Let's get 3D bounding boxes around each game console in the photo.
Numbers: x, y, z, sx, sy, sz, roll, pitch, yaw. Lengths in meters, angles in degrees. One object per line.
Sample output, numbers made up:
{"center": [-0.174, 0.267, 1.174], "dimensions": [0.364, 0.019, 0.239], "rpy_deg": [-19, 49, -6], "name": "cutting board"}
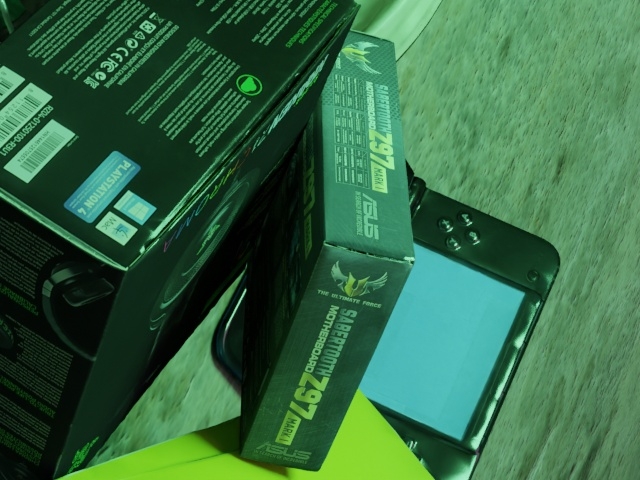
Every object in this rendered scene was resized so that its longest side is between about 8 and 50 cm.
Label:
{"center": [0.073, 0.054, 1.332], "dimensions": [0.173, 0.250, 0.293], "rpy_deg": [98, 17, -67], "name": "game console"}

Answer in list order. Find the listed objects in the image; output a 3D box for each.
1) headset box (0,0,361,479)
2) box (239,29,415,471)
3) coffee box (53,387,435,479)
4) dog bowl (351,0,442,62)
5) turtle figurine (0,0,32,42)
{"center": [-0.125, -0.011, 0.841], "dimensions": [0.246, 0.131, 0.283], "rpy_deg": [-53, 174, -41], "name": "headset box"}
{"center": [0.000, 0.000, 0.929], "dimensions": [0.233, 0.059, 0.183], "rpy_deg": [-92, -162, -50], "name": "box"}
{"center": [-0.058, 0.341, 0.929], "dimensions": [0.334, 0.338, 0.338], "rpy_deg": [-51, 158, 27], "name": "coffee box"}
{"center": [-0.023, -0.303, 1.012], "dimensions": [0.408, 0.150, 0.408], "rpy_deg": [-38, 139, -43], "name": "dog bowl"}
{"center": [-0.207, -0.167, 0.828], "dimensions": [0.175, 0.118, 0.234], "rpy_deg": [81, 14, -79], "name": "turtle figurine"}
